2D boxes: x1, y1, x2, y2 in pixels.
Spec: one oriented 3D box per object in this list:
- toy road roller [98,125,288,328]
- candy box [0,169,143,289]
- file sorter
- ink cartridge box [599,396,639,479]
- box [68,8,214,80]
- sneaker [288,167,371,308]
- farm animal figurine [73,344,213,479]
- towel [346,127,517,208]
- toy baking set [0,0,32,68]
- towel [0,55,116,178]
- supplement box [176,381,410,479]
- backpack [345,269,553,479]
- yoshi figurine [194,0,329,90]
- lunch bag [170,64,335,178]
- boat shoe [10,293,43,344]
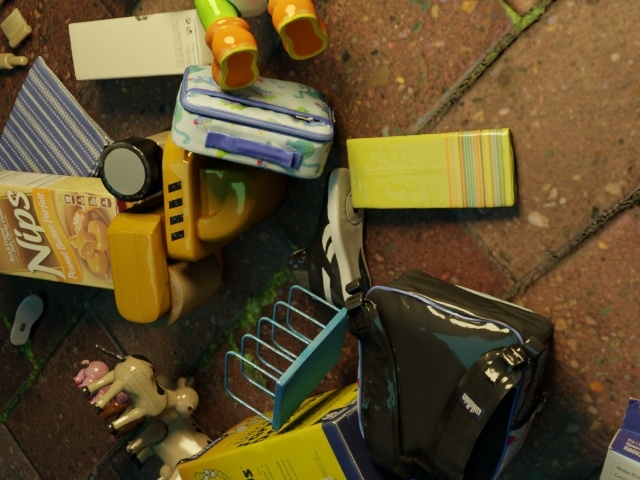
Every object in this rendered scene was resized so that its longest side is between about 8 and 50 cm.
[{"bbox_3d":[-0.182,-0.028,1.302,0.241,0.202,0.329,7,108,22],"label":"toy road roller"},{"bbox_3d":[-0.466,-0.021,1.528,0.317,0.087,0.182,6,113,22],"label":"candy box"},{"bbox_3d":[-0.051,0.167,1.240,0.105,0.170,0.118,28,138,20],"label":"file sorter"},{"bbox_3d":[0.463,0.339,1.059,0.223,0.045,0.223,20,115,29],"label":"ink cartridge box"},{"bbox_3d":[-0.258,-0.305,1.315,0.275,0.113,0.094,5,107,33],"label":"box"},{"bbox_3d":[0.000,0.000,1.251,0.121,0.079,0.216,3,108,33],"label":"sneaker"},{"bbox_3d":[-0.269,0.317,1.469,0.326,0.172,0.330,54,163,4],"label":"farm animal figurine"},{"bbox_3d":[0.147,-0.095,1.143,0.237,0.021,0.102,0,101,30],"label":"towel"},{"bbox_3d":[-0.632,-0.420,1.594,0.256,0.030,0.196,2,103,34],"label":"toy baking set"},{"bbox_3d":[-0.524,-0.144,1.607,0.243,0.040,0.336,48,124,15],"label":"towel"},{"bbox_3d":[-0.014,0.361,1.306,0.357,0.194,0.195,-26,90,38],"label":"supplement box"},{"bbox_3d":[0.169,0.190,1.116,0.277,0.213,0.263,21,108,35],"label":"backpack"},{"bbox_3d":[-0.124,-0.380,1.149,0.203,0.204,0.362,-40,66,41],"label":"yoshi figurine"},{"bbox_3d":[-0.090,-0.166,1.161,0.219,0.176,0.090,12,120,-9],"label":"lunch bag"},{"bbox_3d":[-0.617,0.158,1.759,0.142,0.049,0.040,-57,33,28],"label":"boat shoe"}]
